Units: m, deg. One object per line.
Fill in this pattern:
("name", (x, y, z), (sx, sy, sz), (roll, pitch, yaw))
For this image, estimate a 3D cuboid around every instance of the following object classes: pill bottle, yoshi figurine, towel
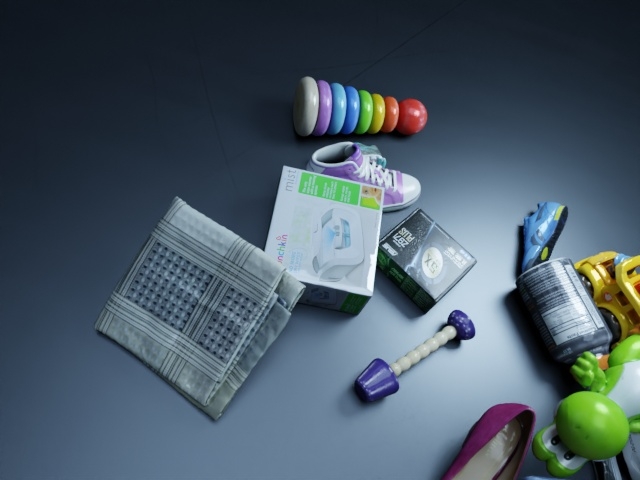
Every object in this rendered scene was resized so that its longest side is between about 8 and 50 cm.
("pill bottle", (0.526, 0.170, 1.224), (0.131, 0.130, 0.245), (-13, 66, -16))
("yoshi figurine", (0.535, 0.279, 1.011), (0.362, 0.203, 0.203), (-33, 117, -16))
("towel", (-0.232, 0.124, 1.086), (0.324, 0.056, 0.312), (33, 88, 10))

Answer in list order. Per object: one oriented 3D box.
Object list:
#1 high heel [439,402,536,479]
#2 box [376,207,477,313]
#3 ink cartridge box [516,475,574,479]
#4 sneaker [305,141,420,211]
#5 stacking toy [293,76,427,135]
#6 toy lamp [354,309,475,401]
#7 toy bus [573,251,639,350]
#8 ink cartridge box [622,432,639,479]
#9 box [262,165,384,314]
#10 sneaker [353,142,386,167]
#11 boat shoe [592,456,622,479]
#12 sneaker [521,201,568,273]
("high heel", (0.262, 0.453, 0.998), (0.127, 0.181, 0.377), (26, 61, 4))
("box", (0.224, 0.042, 1.269), (0.147, 0.077, 0.180), (-38, 75, -24))
("ink cartridge box", (0.467, 0.615, 0.946), (0.270, 0.151, 0.395), (3, 63, 5))
("sneaker", (0.107, -0.147, 1.304), (0.282, 0.161, 0.102), (2, 61, -10))
("stacking toy", (0.105, -0.318, 1.420), (0.331, 0.141, 0.141), (1, 62, -16))
("toy lamp", (0.190, 0.235, 1.164), (0.275, 0.080, 0.080), (-26, 69, -24))
("toy bus", (0.673, 0.101, 1.241), (0.150, 0.211, 0.220), (-17, 65, -16))
("ink cartridge box", (0.704, 0.368, 1.124), (0.237, 0.100, 0.171), (-33, 108, -24))
("box", (0.000, 0.000, 1.228), (0.231, 0.126, 0.261), (13, 62, -5))
("sneaker", (0.072, -0.203, 1.392), (0.167, 0.065, 0.076), (4, 46, -11))
("boat shoe", (0.555, 0.428, 1.139), (0.040, 0.049, 0.142), (-4, 65, -11))
("sneaker", (0.509, -0.005, 1.360), (0.082, 0.069, 0.209), (17, 65, 37))
